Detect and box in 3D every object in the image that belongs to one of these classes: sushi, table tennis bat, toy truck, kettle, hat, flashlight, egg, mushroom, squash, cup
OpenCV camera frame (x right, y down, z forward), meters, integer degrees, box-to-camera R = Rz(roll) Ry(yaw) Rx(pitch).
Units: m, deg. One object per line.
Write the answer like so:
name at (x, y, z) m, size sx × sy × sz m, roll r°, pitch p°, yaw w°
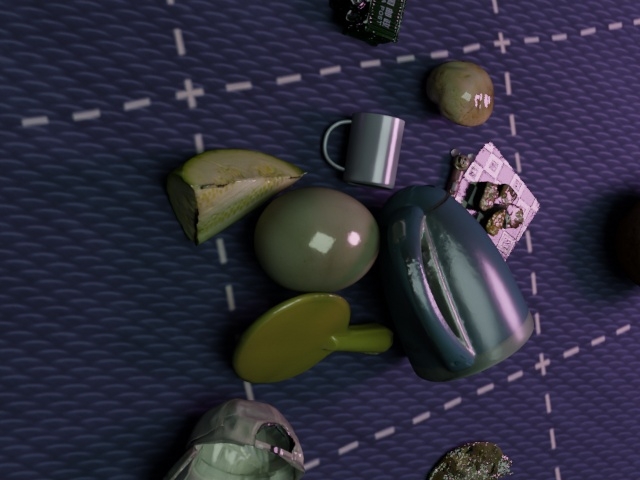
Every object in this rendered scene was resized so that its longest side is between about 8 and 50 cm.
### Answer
sushi at (0.371, -0.070, 2.019) m, size 0.210 × 0.040 × 0.193 m, roll 44°, pitch 72°, yaw -27°
table tennis bat at (-0.003, 0.174, 1.754) m, size 0.368 × 0.054 × 0.224 m, roll 5°, pitch 130°, yaw -44°
toy truck at (0.101, -0.502, 1.790) m, size 0.121 × 0.088 × 0.259 m, roll 13°, pitch 88°, yaw -31°
kettle at (0.216, 0.069, 1.790) m, size 0.342 × 0.247 × 0.319 m, roll 64°, pitch 19°, yaw -15°
hat at (-0.157, 0.395, 1.671) m, size 0.232 × 0.161 × 0.275 m, roll 31°, pitch 101°, yaw -19°
flashlight at (0.273, -0.128, 1.956) m, size 0.052 × 0.031 × 0.110 m, roll 18°, pitch 85°, yaw 0°
egg at (0.000, 0.000, 1.706) m, size 0.253 × 0.188 × 0.189 m, roll -2°, pitch 95°, yaw -41°
mushroom at (0.783, -0.015, 2.190) m, size 0.283 × 0.195 × 0.263 m, roll -45°, pitch 124°, yaw -3°
squash at (-0.137, -0.124, 1.657) m, size 0.252 × 0.093 × 0.169 m, roll -34°, pitch 155°, yaw -24°
mushroom at (0.274, -0.287, 1.899) m, size 0.148 × 0.148 × 0.112 m, roll 1°, pitch 133°, yaw -32°
cup at (0.081, -0.168, 1.812) m, size 0.099 × 0.136 × 0.133 m, roll 8°, pitch 90°, yaw -66°

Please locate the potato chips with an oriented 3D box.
potato chips at (0.309, 0.515, 2.035) m, size 0.202 × 0.029 × 0.220 m, roll 47°, pitch 72°, yaw -23°
